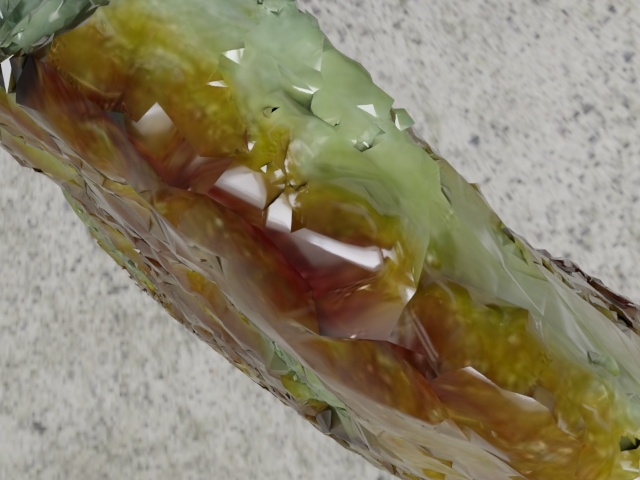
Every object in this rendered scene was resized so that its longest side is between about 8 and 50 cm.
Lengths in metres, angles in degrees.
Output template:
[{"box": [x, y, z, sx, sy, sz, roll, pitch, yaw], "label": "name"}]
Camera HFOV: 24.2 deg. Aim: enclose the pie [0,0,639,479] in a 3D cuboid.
[{"box": [0.000, 0.000, 0.496, 0.288, 0.355, 0.103, 39, 84, -25], "label": "pie"}]
